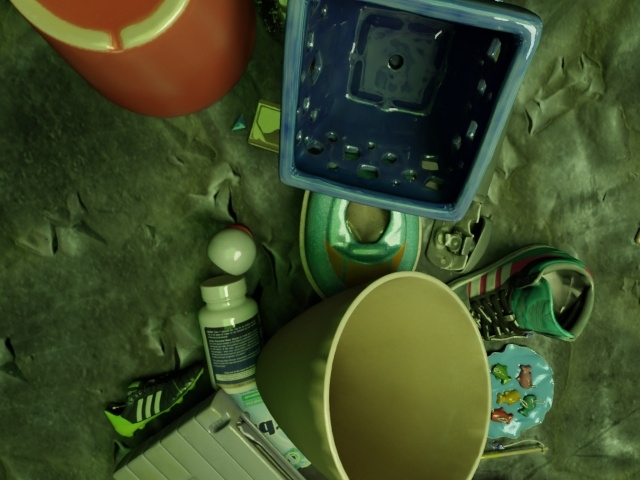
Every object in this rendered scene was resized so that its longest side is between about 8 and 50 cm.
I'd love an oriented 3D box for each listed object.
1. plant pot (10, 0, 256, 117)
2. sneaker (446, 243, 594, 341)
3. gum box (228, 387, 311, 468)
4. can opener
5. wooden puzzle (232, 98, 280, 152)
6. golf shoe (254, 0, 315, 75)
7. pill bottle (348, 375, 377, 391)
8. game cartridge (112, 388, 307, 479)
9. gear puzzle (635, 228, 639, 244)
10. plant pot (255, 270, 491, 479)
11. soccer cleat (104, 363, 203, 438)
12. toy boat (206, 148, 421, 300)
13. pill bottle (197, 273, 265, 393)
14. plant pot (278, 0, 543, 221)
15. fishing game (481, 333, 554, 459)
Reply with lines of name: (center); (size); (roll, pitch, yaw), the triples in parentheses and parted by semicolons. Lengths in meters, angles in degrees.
plant pot: (-0.220, -0.295, 0.502); (0.275, 0.243, 0.274); (-1, 101, -6)
sneaker: (0.295, 0.112, 0.656); (0.296, 0.178, 0.123); (-33, 97, -1)
gum box: (-0.073, 0.309, 0.728); (0.157, 0.041, 0.184); (-15, 101, -3)
can opener: (0.250, -0.085, 0.688); (0.095, 0.076, 0.283); (8, 100, -40)
wooden puzzle: (-0.071, -0.176, 0.656); (0.116, 0.014, 0.078); (23, 93, -10)
golf shoe: (-0.029, -0.319, 0.611); (0.094, 0.077, 0.198); (-28, 109, -11)
pill bottle: (0.125, 0.282, 0.710); (0.108, 0.108, 0.180); (-35, 102, 1)
game cartridge: (-0.127, 0.423, 0.667); (0.230, 0.068, 0.355); (-36, 100, 18)
gear puzzle: (0.696, -0.124, 0.728); (0.176, 0.044, 0.338); (18, 98, -9)
plant pot: (0.030, 0.185, 0.561); (0.257, 0.274, 0.256); (9, 74, -34)
soccer cleat: (-0.273, 0.251, 0.689); (0.179, 0.060, 0.072); (-37, 100, 4)
toy boat: (0.000, 0.000, 0.626); (0.319, 0.148, 0.267); (-5, 101, -5)
pill bottle: (-0.139, 0.143, 0.664); (0.094, 0.094, 0.169); (-9, 101, -4)
plant pot: (0.091, -0.191, 0.512); (0.236, 0.212, 0.235); (14, 131, 5)
fishing game: (0.343, 0.280, 0.767); (0.189, 0.041, 0.263); (-1, 98, -5)
